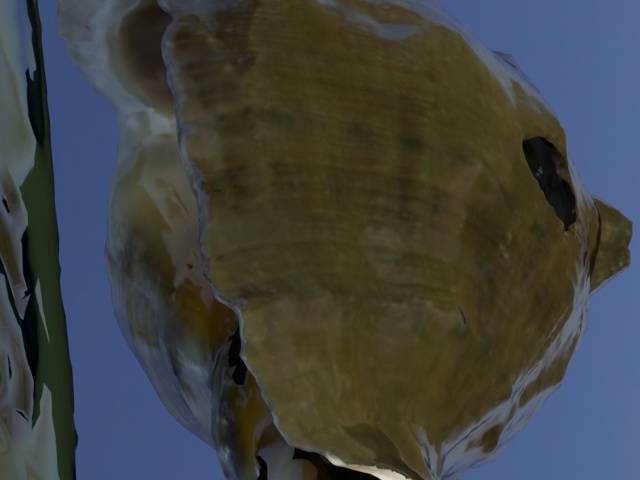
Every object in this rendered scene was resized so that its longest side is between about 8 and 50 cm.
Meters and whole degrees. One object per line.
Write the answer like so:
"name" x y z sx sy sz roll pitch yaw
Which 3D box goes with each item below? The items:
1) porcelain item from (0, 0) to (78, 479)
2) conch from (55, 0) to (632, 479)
"porcelain item" -0.154 -0.002 0.293 0.286 0.157 0.281 40 -139 -65
"conch" 0.008 -0.007 0.683 0.186 0.324 0.263 -38 -63 -7
